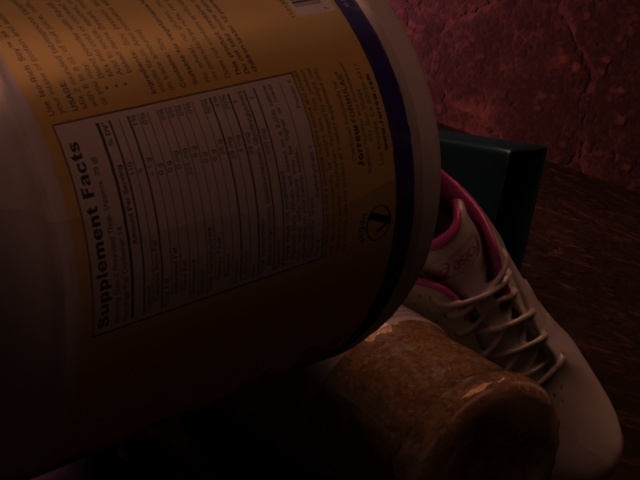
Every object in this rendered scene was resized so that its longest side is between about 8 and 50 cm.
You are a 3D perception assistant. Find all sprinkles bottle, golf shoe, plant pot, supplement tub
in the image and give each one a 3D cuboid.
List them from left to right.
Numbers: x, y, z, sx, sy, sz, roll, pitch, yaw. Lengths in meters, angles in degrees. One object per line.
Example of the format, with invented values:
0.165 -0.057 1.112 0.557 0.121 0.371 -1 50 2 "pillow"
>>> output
-0.130 -0.018 0.715 0.241 0.241 0.331 27 32 38 "supplement tub"
-0.019 0.066 0.933 0.121 0.121 0.355 8 15 -43 "sprinkles bottle"
0.081 -0.038 1.512 0.234 0.165 0.165 15 9 19 "plant pot"
0.088 0.047 0.977 0.306 0.115 0.140 46 -14 -2 "golf shoe"
